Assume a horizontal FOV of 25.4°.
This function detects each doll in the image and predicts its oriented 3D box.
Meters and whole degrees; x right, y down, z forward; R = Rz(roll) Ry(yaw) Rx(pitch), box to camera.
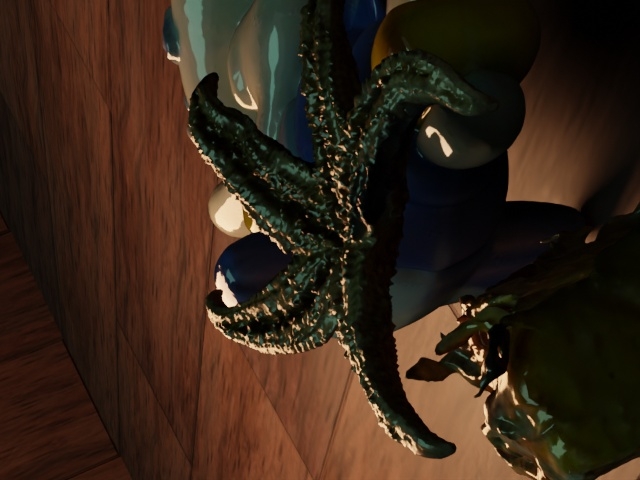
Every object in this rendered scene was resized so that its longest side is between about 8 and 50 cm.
[{"bbox_3d":[-0.002,-0.072,0.772,0.365,0.187,0.376,58,176,46],"label":"doll"}]

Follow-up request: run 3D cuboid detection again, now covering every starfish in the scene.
[{"bbox_3d":[0.007,-0.001,0.569,0.213,0.057,0.238,-62,41,42],"label":"starfish"}]

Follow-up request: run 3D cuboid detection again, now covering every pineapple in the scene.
[{"bbox_3d":[0.144,0.036,0.572,0.114,0.186,0.236,62,-157,4],"label":"pineapple"}]
